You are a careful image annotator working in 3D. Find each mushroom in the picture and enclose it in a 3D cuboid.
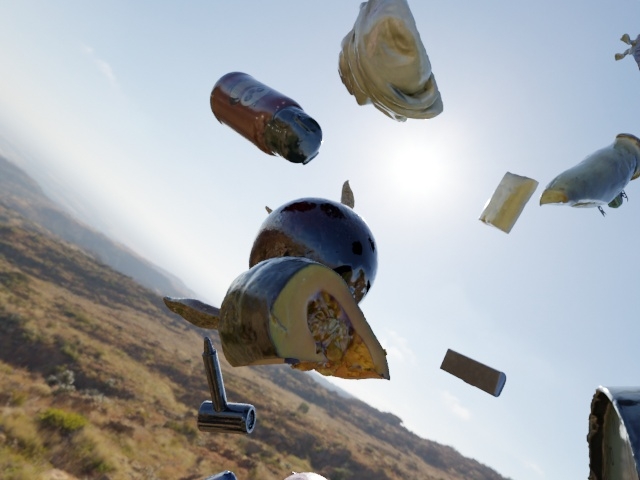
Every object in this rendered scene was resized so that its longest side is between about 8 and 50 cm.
[{"bbox_3d":[0.531,-0.116,0.821,0.087,0.333,0.108,2,-64,55],"label":"mushroom"}]

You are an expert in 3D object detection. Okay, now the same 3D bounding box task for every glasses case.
[{"bbox_3d":[0.432,0.375,1.209,0.042,0.072,0.190,34,-11,-32],"label":"glasses case"}]

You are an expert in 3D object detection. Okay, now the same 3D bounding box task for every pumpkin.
[{"bbox_3d":[-0.026,0.160,0.644,0.139,0.190,0.281,-19,-74,43],"label":"pumpkin"}]

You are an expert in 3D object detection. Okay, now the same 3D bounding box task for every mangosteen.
[{"bbox_3d":[-0.021,0.033,0.936,0.300,0.300,0.300,38,-13,11],"label":"mangosteen"}]

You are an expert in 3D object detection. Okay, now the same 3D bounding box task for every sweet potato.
[{"bbox_3d":[-0.376,0.213,1.256,0.243,0.077,0.077,12,-22,15],"label":"sweet potato"}]

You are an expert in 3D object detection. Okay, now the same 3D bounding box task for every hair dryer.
[{"bbox_3d":[-0.227,0.337,0.975,0.128,0.070,0.256,1,-69,12],"label":"hair dryer"}]

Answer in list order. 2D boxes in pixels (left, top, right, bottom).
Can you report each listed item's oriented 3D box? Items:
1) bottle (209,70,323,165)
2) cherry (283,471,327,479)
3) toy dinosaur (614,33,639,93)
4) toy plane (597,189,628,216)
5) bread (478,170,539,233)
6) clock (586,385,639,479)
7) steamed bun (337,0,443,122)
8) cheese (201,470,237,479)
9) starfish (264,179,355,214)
[{"bbox_3d":[-0.121,-0.279,0.973,0.336,0.144,0.144,39,-11,39],"label":"bottle"},{"bbox_3d":[-0.028,0.667,1.038,0.192,0.175,0.250,44,-27,18],"label":"cherry"},{"bbox_3d":[0.558,-0.341,0.717,0.032,0.108,0.220,59,-3,40],"label":"toy dinosaur"},{"bbox_3d":[0.942,-0.165,1.406,0.235,0.096,0.060,37,34,-31],"label":"toy plane"},{"bbox_3d":[0.574,-0.118,1.301,0.060,0.179,0.139,25,9,-16],"label":"bread"},{"bbox_3d":[0.410,0.347,0.545,0.061,0.313,0.313,-2,-32,21],"label":"clock"},{"bbox_3d":[0.144,-0.405,0.984,0.268,0.206,0.281,53,25,-37],"label":"steamed bun"},{"bbox_3d":[-0.172,0.674,0.940,0.330,0.216,0.129,66,12,0],"label":"cheese"},{"bbox_3d":[-0.026,0.000,1.195,0.084,0.292,0.302,68,9,-81],"label":"starfish"}]
